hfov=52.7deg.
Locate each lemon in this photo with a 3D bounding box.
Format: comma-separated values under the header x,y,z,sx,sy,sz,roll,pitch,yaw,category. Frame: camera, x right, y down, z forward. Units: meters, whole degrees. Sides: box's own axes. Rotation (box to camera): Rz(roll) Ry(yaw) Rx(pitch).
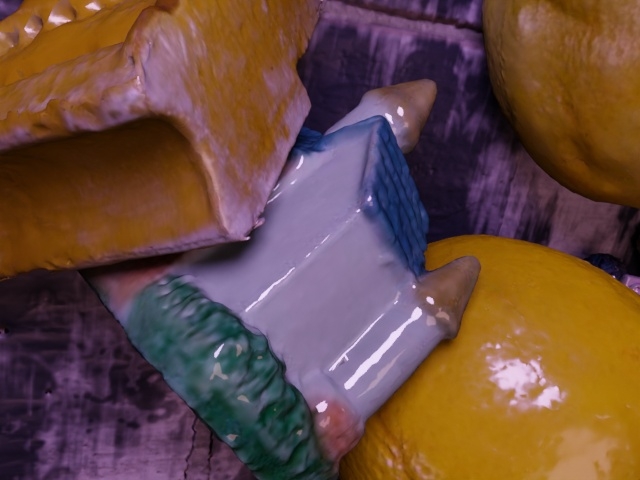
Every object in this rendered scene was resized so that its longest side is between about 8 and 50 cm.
x,y,z,sx,sy,sz,roll,pitch,yaw,category
0.172,0.156,0.620,0.348,0.348,0.348,-9,116,-20,lemon

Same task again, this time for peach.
x,y,z,sx,sy,sz,roll,pitch,yaw,category
0.311,-0.184,0.556,0.281,0.314,0.315,-18,122,-33,peach

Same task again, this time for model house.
x,y,z,sx,sy,sz,roll,pitch,yaw,category
0.000,0.000,0.536,0.325,0.267,0.194,-44,128,-13,model house

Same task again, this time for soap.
x,y,z,sx,sy,sz,roll,pitch,yaw,category
-0.187,-0.125,0.512,0.339,0.304,0.169,-8,131,24,soap

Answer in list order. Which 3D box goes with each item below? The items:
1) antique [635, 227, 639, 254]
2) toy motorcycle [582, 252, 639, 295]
x,y,z,sx,sy,sz,roll,pitch,yaw,category
0.522,0.091,0.868,0.125,0.150,0.284,-29,129,-4,antique
0.337,0.153,0.763,0.108,0.204,0.239,-4,112,-13,toy motorcycle
